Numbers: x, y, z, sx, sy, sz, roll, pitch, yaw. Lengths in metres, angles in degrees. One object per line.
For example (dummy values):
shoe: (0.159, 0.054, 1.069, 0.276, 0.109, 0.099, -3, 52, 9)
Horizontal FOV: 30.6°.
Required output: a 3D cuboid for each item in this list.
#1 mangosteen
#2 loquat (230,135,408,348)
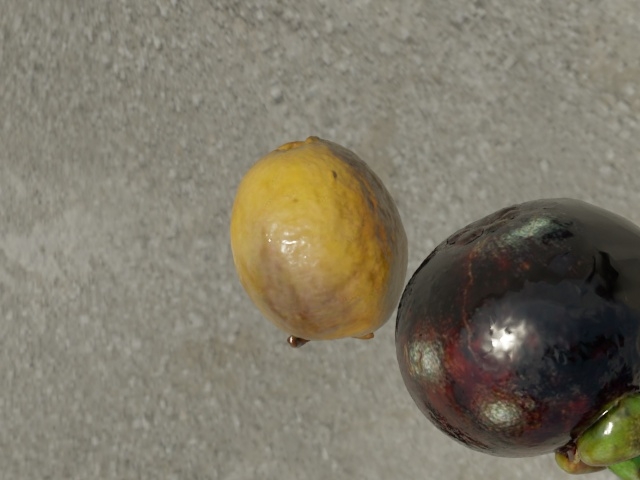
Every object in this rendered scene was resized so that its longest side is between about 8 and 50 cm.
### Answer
mangosteen: (0.165, 0.076, 0.861, 0.216, 0.216, 0.216, -6, 120, -11)
loquat: (0.000, 0.000, 1.314, 0.193, 0.238, 0.238, -9, 122, 6)
